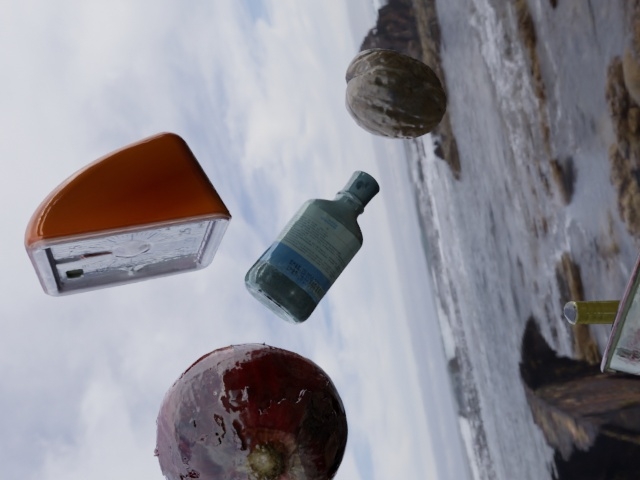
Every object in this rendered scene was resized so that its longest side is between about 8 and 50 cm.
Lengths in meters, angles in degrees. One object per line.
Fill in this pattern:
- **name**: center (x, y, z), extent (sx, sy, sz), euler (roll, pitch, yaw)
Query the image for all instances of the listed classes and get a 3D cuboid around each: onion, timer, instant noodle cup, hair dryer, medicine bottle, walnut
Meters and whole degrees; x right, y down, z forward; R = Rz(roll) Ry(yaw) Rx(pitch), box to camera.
- **onion**: center (-0.045, 0.129, 0.416), extent (0.131, 0.131, 0.131), euler (-11, -90, -81)
- **timer**: center (-0.287, -0.013, 0.899), extent (0.161, 0.250, 0.257), euler (60, 156, 8)
- **instant noodle cup**: center (0.484, 0.090, 0.800), extent (0.235, 0.179, 0.234), euler (-42, -38, -45)
- **hair dryer**: center (0.558, 0.113, 1.101), extent (0.090, 0.279, 0.134), euler (113, 155, -60)
- **medicine bottle**: center (0.000, 0.000, 0.760), extent (0.208, 0.090, 0.053), euler (-52, 0, -24)
- **walnut**: center (0.155, -0.289, 1.268), extent (0.178, 0.231, 0.177), euler (-170, 90, -68)
